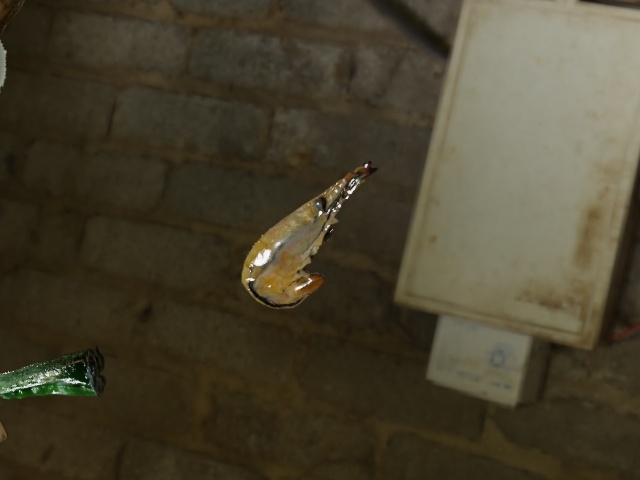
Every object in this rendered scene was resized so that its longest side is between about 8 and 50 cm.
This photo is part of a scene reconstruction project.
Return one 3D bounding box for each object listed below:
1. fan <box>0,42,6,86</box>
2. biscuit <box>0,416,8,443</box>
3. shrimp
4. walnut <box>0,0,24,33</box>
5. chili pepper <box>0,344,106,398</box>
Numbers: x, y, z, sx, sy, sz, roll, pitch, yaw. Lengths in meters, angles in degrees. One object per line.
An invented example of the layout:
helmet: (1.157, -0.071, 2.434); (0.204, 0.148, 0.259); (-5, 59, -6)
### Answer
fan: (-0.503, -0.173, 1.351); (0.009, 0.191, 0.329); (41, -141, 26)
biscuit: (-0.526, 0.239, 1.705); (0.047, 0.183, 0.320); (-35, -164, -28)
shrimp: (-0.004, -0.009, 1.710); (0.117, 0.262, 0.066); (45, -170, -30)
walnut: (-0.558, -0.370, 1.586); (0.344, 0.306, 0.306); (-20, -169, -22)
chili pepper: (-0.483, 0.233, 2.012); (0.227, 0.088, 0.059); (-6, -175, 11)
